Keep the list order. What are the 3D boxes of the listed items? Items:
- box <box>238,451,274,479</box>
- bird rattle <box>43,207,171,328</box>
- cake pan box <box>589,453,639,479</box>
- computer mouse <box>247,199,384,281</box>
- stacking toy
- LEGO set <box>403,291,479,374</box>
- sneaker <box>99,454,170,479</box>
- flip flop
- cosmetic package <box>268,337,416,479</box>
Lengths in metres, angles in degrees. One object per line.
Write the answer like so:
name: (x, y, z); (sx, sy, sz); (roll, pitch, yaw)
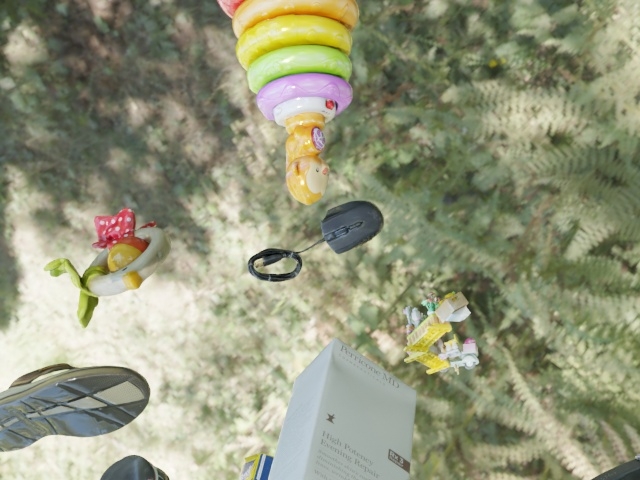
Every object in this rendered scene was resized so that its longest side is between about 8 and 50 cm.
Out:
box: (-0.013, 0.306, 1.135); (0.169, 0.054, 0.059); (23, 153, -17)
bird rattle: (-0.348, 0.040, 1.685); (0.207, 0.253, 0.143); (-6, 116, 35)
cake pan box: (0.345, 0.276, 0.942); (0.267, 0.245, 0.070); (146, 101, -77)
computer mouse: (0.000, 0.000, 1.410); (0.071, 0.242, 0.041); (64, 152, -1)
stacking toy: (-0.025, -0.186, 1.042); (0.165, 0.175, 0.302); (-12, 75, 24)
LEGO set: (0.201, 0.144, 1.688); (0.132, 0.107, 0.287); (-13, 149, 7)
sneaker: (-0.237, 0.304, 1.041); (0.178, 0.077, 0.072); (-30, 60, 10)
flip flop: (-0.342, 0.201, 1.211); (0.277, 0.080, 0.112); (-19, 129, 24)
cosmetic package: (0.023, 0.211, 0.940); (0.117, 0.231, 0.085); (34, 120, -12)
